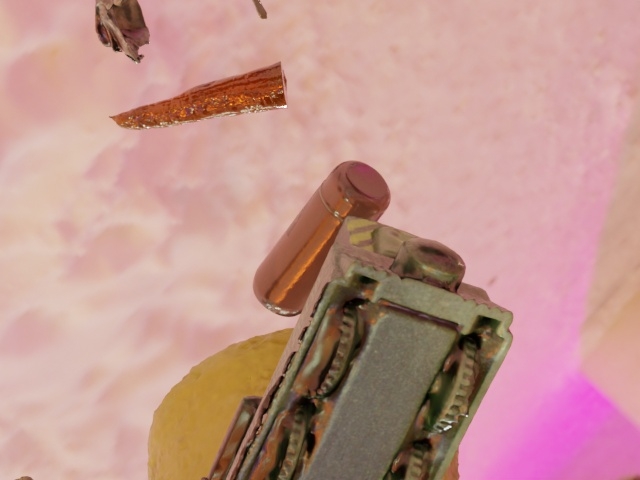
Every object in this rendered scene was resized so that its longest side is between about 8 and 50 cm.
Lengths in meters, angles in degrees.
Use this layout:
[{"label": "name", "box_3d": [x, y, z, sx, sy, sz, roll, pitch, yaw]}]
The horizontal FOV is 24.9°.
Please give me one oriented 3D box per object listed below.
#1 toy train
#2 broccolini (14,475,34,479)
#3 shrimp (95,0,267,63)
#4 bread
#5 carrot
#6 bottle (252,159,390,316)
[{"label": "toy train", "box_3d": [0.009, 0.127, 1.023, 0.178, 0.138, 0.330, -99, -149, -64]}, {"label": "broccolini", "box_3d": [-0.336, 0.332, 1.605, 0.057, 0.254, 0.071, 10, 104, -19]}, {"label": "shrimp", "box_3d": [-0.093, -0.318, 1.519, 0.410, 0.166, 0.221, -17, -152, 29]}, {"label": "bread", "box_3d": [-0.001, 0.294, 1.511, 0.348, 0.308, 0.348, -6, 128, -8]}, {"label": "carrot", "box_3d": [-0.147, -0.163, 1.755, 0.224, 0.057, 0.057, -13, 163, 9]}, {"label": "bottle", "box_3d": [0.000, 0.000, 1.124, 0.053, 0.053, 0.140, -20, 155, -51]}]
